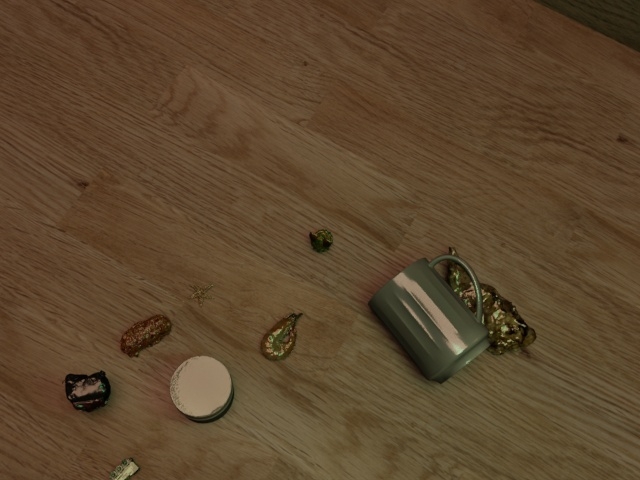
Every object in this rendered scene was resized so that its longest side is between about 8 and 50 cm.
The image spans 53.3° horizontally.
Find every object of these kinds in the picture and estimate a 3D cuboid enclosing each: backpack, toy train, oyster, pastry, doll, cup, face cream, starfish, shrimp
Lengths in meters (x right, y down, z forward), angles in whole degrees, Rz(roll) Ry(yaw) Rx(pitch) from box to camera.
[{"bbox_3d":[-0.659,0.439,1.822,0.120,0.165,0.105,-9,63,-12],"label":"backpack"},{"bbox_3d":[-0.560,0.662,1.817,0.053,0.033,0.083,41,72,7],"label":"toy train"},{"bbox_3d":[0.500,0.216,2.033,0.396,0.111,0.204,43,75,8],"label":"oyster"},{"bbox_3d":[-0.538,0.285,1.947,0.169,0.063,0.087,-35,78,-17],"label":"pastry"},{"bbox_3d":[-0.004,0.009,2.075,0.078,0.113,0.076,26,106,5],"label":"doll"},{"bbox_3d":[0.363,0.220,1.925,0.323,0.237,0.326,-44,74,16],"label":"cup"},{"bbox_3d":[-0.342,0.437,1.858,0.178,0.153,0.177,2,68,-5],"label":"face cream"},{"bbox_3d":[-0.381,0.163,2.031,0.092,0.016,0.086,-35,77,-10],"label":"starfish"},{"bbox_3d":[-0.111,0.295,1.988,0.099,0.041,0.180,37,70,9],"label":"shrimp"}]
